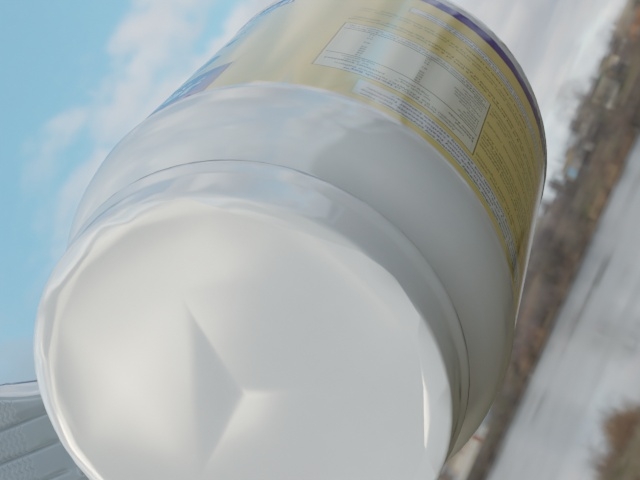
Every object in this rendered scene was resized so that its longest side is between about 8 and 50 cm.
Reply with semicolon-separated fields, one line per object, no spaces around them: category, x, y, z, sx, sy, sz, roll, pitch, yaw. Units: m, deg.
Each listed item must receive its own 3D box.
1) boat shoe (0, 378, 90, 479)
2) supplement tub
boat shoe;-0.196;0.150;0.871;0.094;0.302;0.109;80;175;-79
supplement tub;0.000;0.000;0.700;0.331;0.241;0.241;-60;-11;-61
